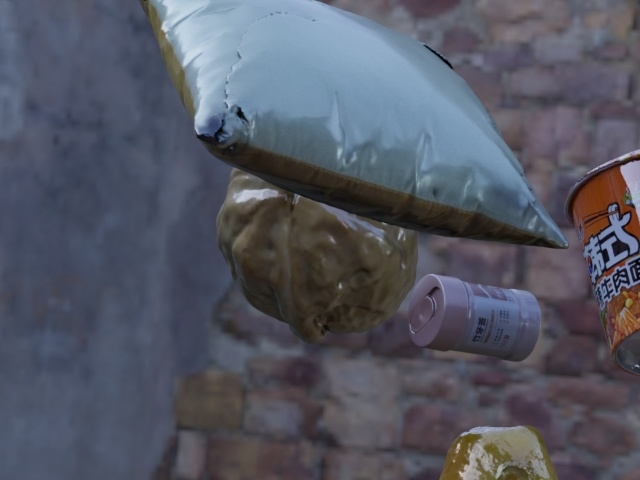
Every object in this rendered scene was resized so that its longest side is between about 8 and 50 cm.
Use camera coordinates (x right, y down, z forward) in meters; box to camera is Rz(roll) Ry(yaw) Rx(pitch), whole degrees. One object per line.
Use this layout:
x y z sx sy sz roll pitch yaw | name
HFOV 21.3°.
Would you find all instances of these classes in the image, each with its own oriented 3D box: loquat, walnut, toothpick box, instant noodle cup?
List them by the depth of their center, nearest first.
0.165 0.234 1.595 0.113 0.137 0.137 10 -5 1 | loquat
0.000 0.000 1.662 0.198 0.198 0.245 4 -28 13 | walnut
0.406 0.029 1.878 0.250 0.192 0.250 -4 -27 -2 | instant noodle cup
0.202 0.103 2.237 0.149 0.098 0.098 11 -7 -25 | toothpick box

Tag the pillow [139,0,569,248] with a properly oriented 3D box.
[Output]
0.012 -0.107 1.312 0.310 0.119 0.312 19 22 -27 | pillow
